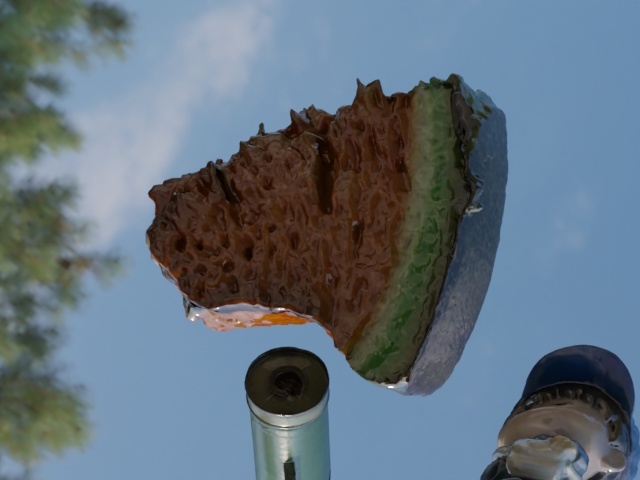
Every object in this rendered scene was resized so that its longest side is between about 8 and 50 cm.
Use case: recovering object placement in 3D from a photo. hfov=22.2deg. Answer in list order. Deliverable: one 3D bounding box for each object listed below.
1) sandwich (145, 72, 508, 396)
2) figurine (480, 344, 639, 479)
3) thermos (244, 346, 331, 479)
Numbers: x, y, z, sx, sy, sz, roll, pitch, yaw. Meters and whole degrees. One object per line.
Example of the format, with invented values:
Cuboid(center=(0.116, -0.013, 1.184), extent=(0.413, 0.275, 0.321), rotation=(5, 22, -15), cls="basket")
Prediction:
Cuboid(center=(0.000, 0.000, 1.319), extent=(0.301, 0.162, 0.250), rotation=(3, -103, 19), cls="sandwich")
Cuboid(center=(0.119, 0.116, 0.836), extent=(0.086, 0.087, 0.149), rotation=(-26, -173, 31), cls="figurine")
Cuboid(center=(-0.022, 0.181, 1.444), extent=(0.073, 0.187, 0.083), rotation=(-30, -126, -21), cls="thermos")
